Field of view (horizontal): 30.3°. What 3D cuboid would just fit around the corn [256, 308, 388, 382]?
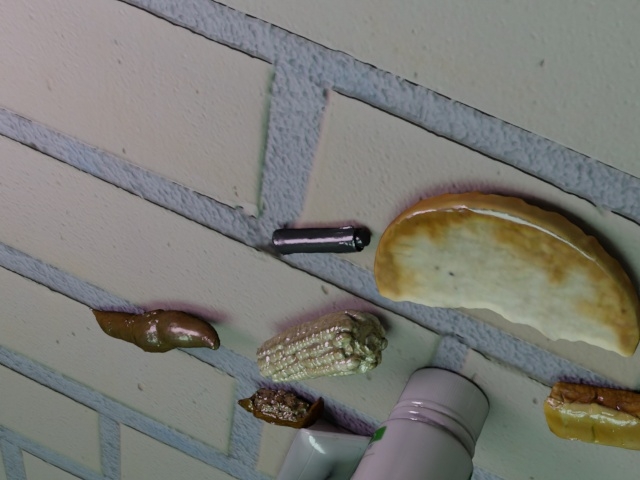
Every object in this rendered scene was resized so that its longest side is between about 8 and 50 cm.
[{"bbox_3d":[0.002,0.141,1.544,0.087,0.087,0.211,44,148,-19],"label":"corn"}]

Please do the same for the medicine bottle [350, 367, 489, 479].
[{"bbox_3d":[0.121,0.286,1.496,0.139,0.237,0.139,18,143,14],"label":"medicine bottle"}]

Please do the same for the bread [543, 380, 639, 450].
[{"bbox_3d":[0.335,0.210,1.411,0.132,0.053,0.074,9,140,24],"label":"bread"}]

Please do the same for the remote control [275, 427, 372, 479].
[{"bbox_3d":[-0.004,0.365,1.813,0.109,0.055,0.313,8,147,-9],"label":"remote control"}]

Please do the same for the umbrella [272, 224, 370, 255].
[{"bbox_3d":[0.001,0.001,1.411,0.133,0.031,0.036,-1,161,36],"label":"umbrella"}]

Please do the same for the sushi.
[{"bbox_3d":[-0.058,0.245,1.731,0.120,0.052,0.055,10,140,25],"label":"sushi"}]

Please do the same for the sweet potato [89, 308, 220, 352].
[{"bbox_3d":[-0.243,0.130,1.714,0.274,0.067,0.067,4,138,39],"label":"sweet potato"}]

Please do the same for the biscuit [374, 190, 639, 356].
[{"bbox_3d":[0.201,0.026,1.290,0.309,0.040,0.204,13,142,22],"label":"biscuit"}]
